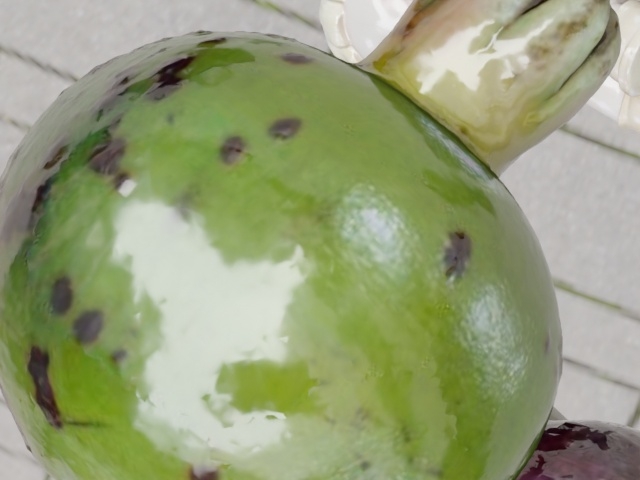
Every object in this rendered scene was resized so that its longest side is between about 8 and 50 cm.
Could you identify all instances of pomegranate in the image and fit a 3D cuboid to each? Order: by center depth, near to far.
[{"bbox_3d":[0.000,0.000,0.591,0.202,0.248,0.202,41,176,3],"label":"pomegranate"}]

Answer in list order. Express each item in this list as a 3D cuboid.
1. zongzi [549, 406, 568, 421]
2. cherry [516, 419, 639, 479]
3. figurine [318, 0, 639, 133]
[{"bbox_3d":[0.223,0.191,1.234,0.418,0.181,0.447,-17,108,7],"label":"zongzi"},{"bbox_3d":[0.104,0.177,0.837,0.195,0.195,0.195,13,132,15],"label":"cherry"},{"bbox_3d":[0.100,-0.148,1.011,0.256,0.144,0.182,15,152,29],"label":"figurine"}]
